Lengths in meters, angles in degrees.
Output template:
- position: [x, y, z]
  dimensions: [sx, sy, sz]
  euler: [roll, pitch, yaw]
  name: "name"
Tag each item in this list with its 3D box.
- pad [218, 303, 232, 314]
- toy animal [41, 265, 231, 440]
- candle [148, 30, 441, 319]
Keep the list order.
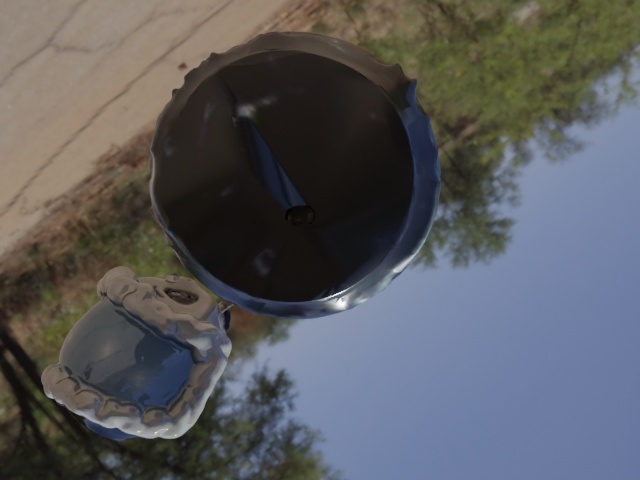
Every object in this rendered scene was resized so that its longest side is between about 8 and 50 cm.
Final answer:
- position: [0.000, 0.000, 1.082]
  dimensions: [0.176, 0.002, 0.266]
  euler: [-36, 180, 40]
  name: "pad"
- position: [-0.216, 0.126, 1.099]
  dimensions: [0.208, 0.156, 0.204]
  euler: [14, -105, 60]
  name: "toy animal"
- position: [-0.018, -0.051, 0.820]
  dimensions: [0.221, 0.221, 0.342]
  euler: [-36, -179, 2]
  name: "candle"
